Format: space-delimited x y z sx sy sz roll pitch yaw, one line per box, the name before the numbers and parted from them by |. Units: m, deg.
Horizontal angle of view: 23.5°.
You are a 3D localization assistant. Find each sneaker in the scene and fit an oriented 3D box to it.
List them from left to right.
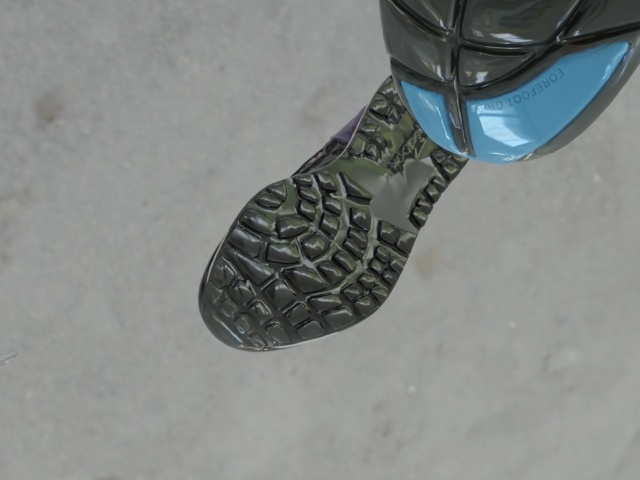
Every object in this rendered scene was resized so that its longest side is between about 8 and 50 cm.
sneaker | 0.000 0.000 1.059 0.124 0.107 0.283 -39 -176 47
sneaker | 0.122 -0.195 0.636 0.140 0.125 0.340 -6 113 -71

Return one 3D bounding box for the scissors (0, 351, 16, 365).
scissors | -0.402 0.134 1.360 0.297 0.109 0.021 -28 127 6
